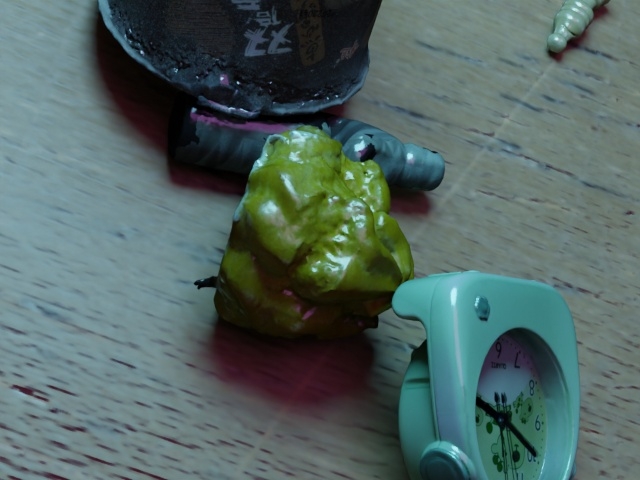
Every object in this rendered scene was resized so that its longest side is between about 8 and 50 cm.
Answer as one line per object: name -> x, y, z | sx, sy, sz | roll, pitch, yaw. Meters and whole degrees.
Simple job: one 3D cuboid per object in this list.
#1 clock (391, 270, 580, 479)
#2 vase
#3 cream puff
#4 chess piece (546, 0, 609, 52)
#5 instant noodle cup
clock -> 0.115, 0.128, 0.983 | 0.159, 0.066, 0.210 | 13, 74, -49
vase -> -0.005, -0.070, 1.066 | 0.211, 0.060, 0.060 | 9, 62, -19
cream puff -> 0.001, 0.001, 0.988 | 0.156, 0.121, 0.156 | 3, 81, -19
chess piece -> 0.221, -0.195, 1.243 | 0.035, 0.035, 0.092 | 37, 61, -2
instant noodle cup -> -0.031, -0.231, 1.017 | 0.217, 0.207, 0.217 | 15, 41, -13
